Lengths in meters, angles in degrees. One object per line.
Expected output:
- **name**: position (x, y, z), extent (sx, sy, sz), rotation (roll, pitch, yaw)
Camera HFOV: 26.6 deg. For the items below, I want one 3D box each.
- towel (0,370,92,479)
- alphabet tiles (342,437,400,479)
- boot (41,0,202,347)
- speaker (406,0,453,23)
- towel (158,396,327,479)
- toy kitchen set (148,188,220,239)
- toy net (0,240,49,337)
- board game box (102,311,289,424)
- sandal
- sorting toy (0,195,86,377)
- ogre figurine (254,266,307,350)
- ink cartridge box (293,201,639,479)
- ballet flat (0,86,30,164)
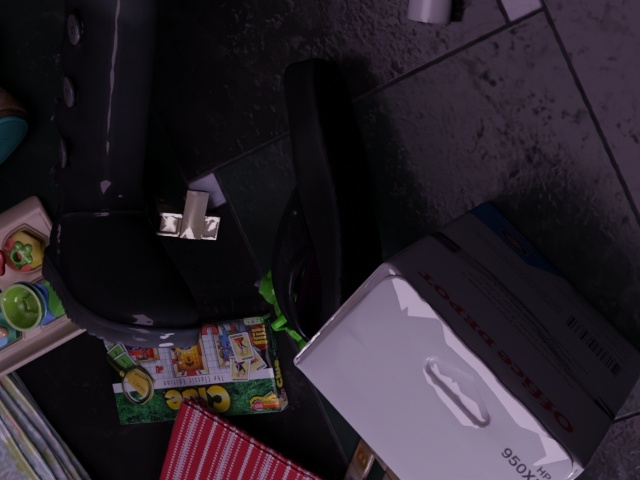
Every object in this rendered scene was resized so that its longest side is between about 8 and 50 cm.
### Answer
- **towel**: position (-0.536, 0.368, 2.044), extent (0.374, 0.090, 0.320), rotation (-41, 81, 24)
- **alphabet tiles**: position (0.106, 0.273, 1.723), extent (0.198, 0.009, 0.237), rotation (50, 124, 55)
- **boot**: position (-0.244, -0.124, 1.718), extent (0.367, 0.146, 0.445), rotation (28, 112, 51)
- **speaker**: position (0.138, -0.330, 1.633), extent (0.055, 0.055, 0.136), rotation (12, 105, 20)
- **towel**: position (-0.095, 0.351, 1.867), extent (0.275, 0.031, 0.199), rotation (29, 124, 16)
- **toy kitchen set**: position (-0.182, -0.048, 1.838), extent (0.083, 0.075, 0.068), rotation (6, 111, -19)
- **toy net**: position (-0.476, 0.089, 1.891), extent (0.232, 0.045, 0.122), rotation (-23, 95, 29)
- **board game box**: position (-0.176, 0.180, 1.884), extent (0.259, 0.030, 0.136), rotation (-9, 100, 24)
- **sandal**: position (0.001, -0.001, 1.665), extent (0.107, 0.167, 0.446), rotation (-15, 72, 23)
- **sorting toy**: position (-0.439, 0.068, 1.939), extent (0.193, 0.038, 0.208), rotation (-29, 88, 8)
- **ogre figurine**: position (-0.007, 0.075, 1.756), extent (0.118, 0.097, 0.197), rotation (-37, 97, 13)
- **ink cartridge box**: position (0.182, 0.136, 1.522), extent (0.285, 0.395, 0.166), rotation (46, 113, 8)
- **ballet flat**: position (-0.545, -0.098, 1.947), extent (0.342, 0.116, 0.124), rotation (-50, 60, 23)
